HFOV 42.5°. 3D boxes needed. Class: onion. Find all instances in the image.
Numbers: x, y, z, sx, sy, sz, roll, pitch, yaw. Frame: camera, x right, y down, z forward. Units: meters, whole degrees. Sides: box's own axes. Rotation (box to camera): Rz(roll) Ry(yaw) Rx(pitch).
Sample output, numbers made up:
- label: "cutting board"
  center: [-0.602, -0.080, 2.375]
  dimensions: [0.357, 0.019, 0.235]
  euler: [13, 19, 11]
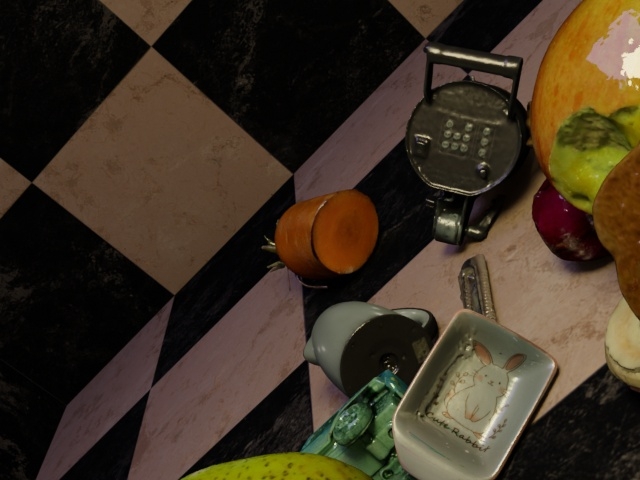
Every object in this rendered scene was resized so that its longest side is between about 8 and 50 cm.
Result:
- label: "onion"
  center: [0.372, -0.054, 1.216]
  dimensions: [0.173, 0.135, 0.198]
  euler: [-51, 15, -19]

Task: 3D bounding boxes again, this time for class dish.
- label: "dish"
  center: [0.194, 0.223, 1.096]
  dimensions: [0.234, 0.154, 0.064]
  euler: [-54, -17, -19]

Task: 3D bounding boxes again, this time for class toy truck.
- label: "toy truck"
  center: [0.046, 0.326, 1.180]
  dimensions: [0.279, 0.155, 0.156]
  euler: [-45, 8, 13]

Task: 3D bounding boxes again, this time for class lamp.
- label: "lamp"
  center: [0.281, -0.202, 1.521]
  dimensions: [0.272, 0.205, 0.374]
  euler: [-52, -29, -54]

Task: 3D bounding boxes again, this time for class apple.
- label: "apple"
  center: [0.422, -0.172, 0.982]
  dimensions: [0.339, 0.339, 0.339]
  euler: [-43, 18, 18]

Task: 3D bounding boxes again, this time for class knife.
- label: "knife"
  center: [0.243, 0.125, 1.307]
  dimensions: [0.089, 0.043, 0.365]
  euler: [-40, 19, 25]

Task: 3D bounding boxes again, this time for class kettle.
- label: "kettle"
  center: [0.099, 0.176, 1.398]
  dimensions: [0.221, 0.161, 0.236]
  euler: [-24, 10, -14]

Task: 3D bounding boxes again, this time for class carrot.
- label: "carrot"
  center: [0.000, 0.000, 1.923]
  dimensions: [0.193, 0.214, 0.331]
  euler: [-25, 9, -28]

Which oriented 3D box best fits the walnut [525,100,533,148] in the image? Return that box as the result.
- label: "walnut"
  center: [0.448, -0.245, 1.408]
  dimensions: [0.204, 0.141, 0.238]
  euler: [-40, -36, -39]

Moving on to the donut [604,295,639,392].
- label: "donut"
  center: [0.402, 0.104, 0.923]
  dimensions: [0.175, 0.068, 0.174]
  euler: [-40, 20, 18]

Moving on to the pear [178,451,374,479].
- label: "pear"
  center: [-0.050, 0.392, 0.965]
  dimensions: [0.318, 0.238, 0.342]
  euler: [-37, 57, 9]

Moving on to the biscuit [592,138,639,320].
- label: "biscuit"
  center: [0.429, -0.042, 0.740]
  dimensions: [0.359, 0.074, 0.381]
  euler: [28, 116, 40]
